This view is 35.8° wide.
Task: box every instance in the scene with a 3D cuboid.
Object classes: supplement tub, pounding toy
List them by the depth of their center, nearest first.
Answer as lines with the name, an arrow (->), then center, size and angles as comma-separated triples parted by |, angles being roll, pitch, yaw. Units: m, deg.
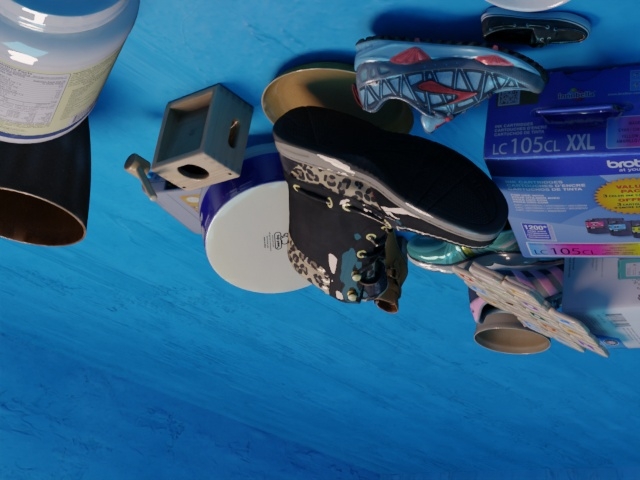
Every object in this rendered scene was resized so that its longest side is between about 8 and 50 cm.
supplement tub -> -0.360, -0.285, 1.237 | 0.235, 0.235, 0.325 | 18, 155, -19
pounding toy -> -0.219, -0.129, 1.599 | 0.206, 0.181, 0.094 | -12, 149, 40

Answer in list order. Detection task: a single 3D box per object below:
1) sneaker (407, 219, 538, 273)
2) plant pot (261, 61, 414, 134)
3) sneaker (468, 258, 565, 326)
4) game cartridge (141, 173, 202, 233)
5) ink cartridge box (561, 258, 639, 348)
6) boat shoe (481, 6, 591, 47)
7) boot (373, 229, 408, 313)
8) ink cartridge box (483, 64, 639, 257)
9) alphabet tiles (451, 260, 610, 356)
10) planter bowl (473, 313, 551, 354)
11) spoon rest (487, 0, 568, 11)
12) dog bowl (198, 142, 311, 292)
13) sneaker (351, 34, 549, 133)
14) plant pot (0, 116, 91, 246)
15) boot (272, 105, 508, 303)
sneaker -> 0.282, -0.014, 1.814 | 0.275, 0.107, 0.110 | -10, 130, 29
plant pot -> 0.028, -0.208, 1.519 | 0.236, 0.032, 0.236 | 7, 157, 3
sneaker -> 0.450, 0.112, 1.958 | 0.319, 0.131, 0.112 | -2, 153, 24
game cartridge -> -0.163, -0.074, 1.866 | 0.297, 0.062, 0.198 | -4, 149, 28
ink cartridge box -> 0.585, 0.063, 1.714 | 0.270, 0.197, 0.198 | -6, 152, 32
boat shoe -> 0.277, -0.269, 1.279 | 0.142, 0.040, 0.049 | 7, 156, 5
boot -> 0.109, 0.042, 1.899 | 0.073, 0.152, 0.197 | -11, 149, 38
ink cartridge box -> 0.397, -0.119, 1.446 | 0.270, 0.151, 0.395 | -1, 153, 22
alphabet tiles -> 0.373, 0.120, 1.758 | 0.278, 0.021, 0.284 | 25, 171, 41
planter bowl -> 0.413, 0.166, 2.120 | 0.162, 0.109, 0.162 | 7, 156, 3
spoon rest -> 0.268, -0.330, 1.094 | 0.137, 0.084, 0.276 | 19, 154, -20
dog bowl -> -0.076, -0.035, 1.715 | 0.264, 0.104, 0.265 | -7, 134, -7
sneaker -> 0.173, -0.204, 1.334 | 0.261, 0.125, 0.104 | 8, -171, 15
plant pot -> -0.460, -0.139, 1.606 | 0.215, 0.231, 0.215 | 8, 157, 3
boot -> 0.093, -0.022, 1.509 | 0.377, 0.138, 0.284 | 23, 138, 19
